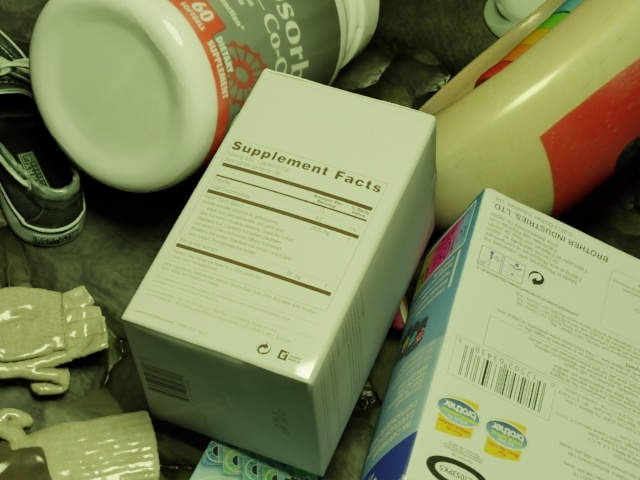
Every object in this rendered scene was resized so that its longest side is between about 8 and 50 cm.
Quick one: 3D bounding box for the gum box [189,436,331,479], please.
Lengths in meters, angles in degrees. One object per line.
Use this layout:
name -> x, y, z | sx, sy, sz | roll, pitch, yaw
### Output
gum box -> -0.060, 0.274, 1.269 | 0.157, 0.041, 0.184 | 25, 54, 5

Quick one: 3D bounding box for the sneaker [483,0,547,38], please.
sneaker -> 0.371, -0.283, 1.707 | 0.330, 0.146, 0.122 | 6, 52, -11

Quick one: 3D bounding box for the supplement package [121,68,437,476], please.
supplement package -> -0.025, 0.025, 1.302 | 0.175, 0.177, 0.293 | 17, 57, 16

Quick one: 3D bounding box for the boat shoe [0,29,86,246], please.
boat shoe -> -0.322, -0.139, 1.467 | 0.113, 0.105, 0.306 | -14, 59, -22

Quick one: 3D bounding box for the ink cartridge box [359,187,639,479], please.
ink cartridge box -> 0.192, 0.182, 1.305 | 0.270, 0.151, 0.395 | 25, 51, -6

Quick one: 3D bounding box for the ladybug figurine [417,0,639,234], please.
ladybug figurine -> 0.257, -0.151, 1.505 | 0.449, 0.305, 0.162 | -41, 99, -16

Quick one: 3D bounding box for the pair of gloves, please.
pair of gloves -> -0.269, 0.150, 1.313 | 0.204, 0.042, 0.240 | -15, 58, -18

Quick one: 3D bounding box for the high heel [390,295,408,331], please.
high heel -> 0.000, 0.000, 1.475 | 0.117, 0.082, 0.244 | -26, 74, 3

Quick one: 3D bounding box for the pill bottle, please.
pill bottle -> -0.101, -0.203, 1.459 | 0.210, 0.210, 0.363 | 36, 37, 13
